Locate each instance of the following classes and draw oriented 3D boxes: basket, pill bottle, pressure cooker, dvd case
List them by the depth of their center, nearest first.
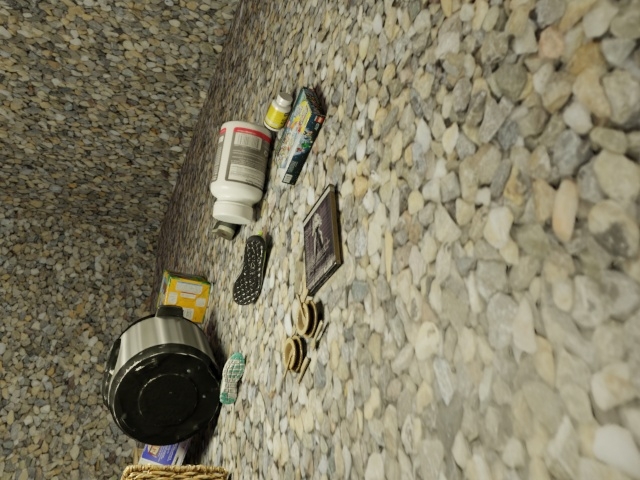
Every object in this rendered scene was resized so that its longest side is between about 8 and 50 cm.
[{"bbox_3d":[0.000,0.000,1.321,0.164,0.018,0.221,128,146,-49],"label":"dvd case"},{"bbox_3d":[-0.425,0.765,1.578,0.213,0.299,0.223,129,143,-51],"label":"basket"},{"bbox_3d":[-0.132,-0.414,1.789,0.065,0.065,0.116,-99,30,-42],"label":"pill bottle"},{"bbox_3d":[-0.272,-0.224,1.881,0.176,0.176,0.319,165,115,-65],"label":"pill bottle"},{"bbox_3d":[-0.548,0.461,1.954,0.370,0.375,0.420,-38,24,-6],"label":"pressure cooker"}]

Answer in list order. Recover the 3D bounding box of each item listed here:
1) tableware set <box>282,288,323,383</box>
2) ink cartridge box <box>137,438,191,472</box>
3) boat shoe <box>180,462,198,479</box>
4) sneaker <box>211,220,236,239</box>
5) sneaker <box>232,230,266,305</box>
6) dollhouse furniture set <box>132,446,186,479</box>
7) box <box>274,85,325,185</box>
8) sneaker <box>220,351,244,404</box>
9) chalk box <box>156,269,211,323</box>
[{"bbox_3d":[-0.056,0.222,1.290,0.128,0.039,0.194,-119,43,-53],"label":"tableware set"},{"bbox_3d":[-0.557,0.808,2.007,0.307,0.072,0.304,-10,53,46],"label":"ink cartridge box"},{"bbox_3d":[-0.448,0.872,1.920,0.065,0.075,0.206,29,-117,-69],"label":"boat shoe"},{"bbox_3d":[-0.351,-0.072,2.147,0.118,0.083,0.222,-68,17,-14],"label":"sneaker"},{"bbox_3d":[-0.206,0.087,1.728,0.097,0.084,0.235,-66,-7,-80],"label":"sneaker"},{"bbox_3d":[-0.618,0.746,2.217,0.303,0.173,0.356,-148,71,-66],"label":"dollhouse furniture set"},{"bbox_3d":[-0.063,-0.297,1.589,0.159,0.044,0.233,-105,34,-48],"label":"box"},{"bbox_3d":[-0.278,0.415,1.721,0.076,0.065,0.167,-137,63,-69],"label":"sneaker"},{"bbox_3d":[-0.604,0.235,2.437,0.289,0.180,0.179,17,94,67],"label":"chalk box"}]
